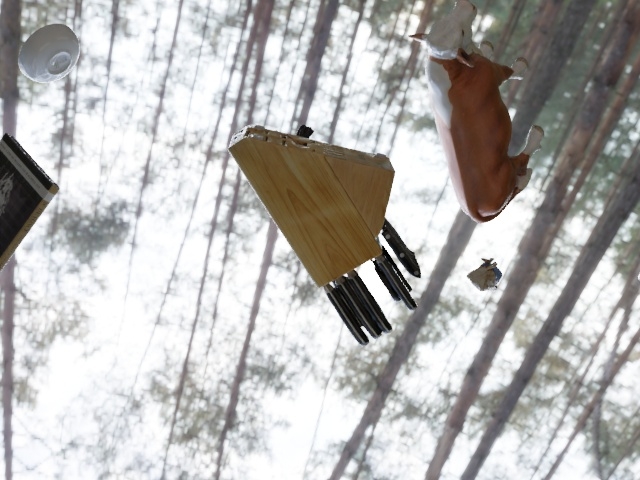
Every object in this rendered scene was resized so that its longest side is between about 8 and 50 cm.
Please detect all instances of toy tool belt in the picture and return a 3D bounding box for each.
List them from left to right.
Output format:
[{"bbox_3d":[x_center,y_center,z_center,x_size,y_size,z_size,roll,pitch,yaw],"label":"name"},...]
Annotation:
[{"bbox_3d":[0.264,0.051,1.426,0.052,0.051,0.083,47,-162,12],"label":"toy tool belt"}]

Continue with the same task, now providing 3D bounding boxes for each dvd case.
[{"bbox_3d":[-0.443,-0.019,1.208,0.164,0.221,0.018,39,-175,41],"label":"dvd case"}]

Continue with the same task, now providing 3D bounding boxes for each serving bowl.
[{"bbox_3d":[-0.338,-0.232,1.159,0.027,0.083,0.083,43,-137,21],"label":"serving bowl"}]

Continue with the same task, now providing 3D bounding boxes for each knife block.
[{"bbox_3d":[0.000,0.000,1.164,0.276,0.242,0.088,13,-164,-5],"label":"knife block"}]

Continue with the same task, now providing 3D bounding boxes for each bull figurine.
[{"bbox_3d":[0.220,-0.184,1.272,0.101,0.310,0.188,7,-153,42],"label":"bull figurine"}]

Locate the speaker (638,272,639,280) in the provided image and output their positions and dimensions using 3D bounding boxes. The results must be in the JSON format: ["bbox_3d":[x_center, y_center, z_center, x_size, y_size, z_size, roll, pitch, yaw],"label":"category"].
[{"bbox_3d":[0.449,-0.005,1.148,0.055,0.136,0.055,13,-162,-4],"label":"speaker"}]

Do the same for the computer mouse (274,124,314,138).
[{"bbox_3d":[-0.048,-0.117,1.326,0.042,0.106,0.193,23,-170,9],"label":"computer mouse"}]
